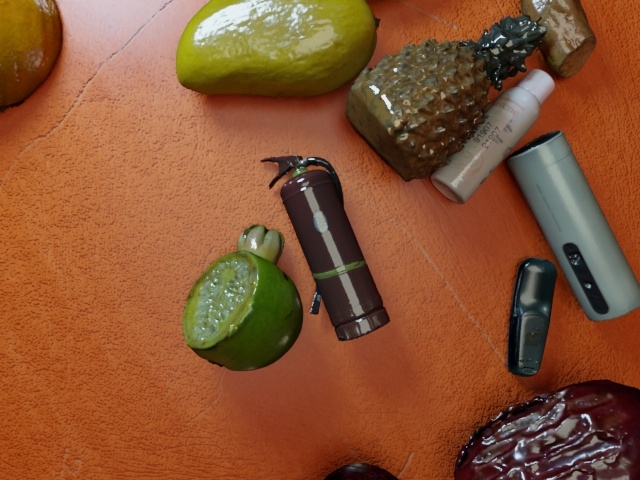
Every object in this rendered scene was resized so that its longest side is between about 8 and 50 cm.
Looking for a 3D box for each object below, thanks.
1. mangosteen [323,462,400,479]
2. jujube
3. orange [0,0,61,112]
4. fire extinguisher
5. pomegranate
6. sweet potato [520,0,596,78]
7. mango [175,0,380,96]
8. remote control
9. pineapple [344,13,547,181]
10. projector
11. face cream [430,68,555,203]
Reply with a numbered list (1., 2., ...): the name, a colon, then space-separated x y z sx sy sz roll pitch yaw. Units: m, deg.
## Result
1. mangosteen: 0.057 0.482 0.893 0.215 0.216 0.216 0 93 -5
2. jujube: 0.416 0.387 0.897 0.376 0.258 0.259 -26 95 13
3. orange: -0.587 -0.331 0.847 0.310 0.274 0.275 -27 95 -35
4. fire extinguisher: 0.000 0.000 0.909 0.141 0.105 0.342 -24 87 18
5. pomegranate: -0.118 0.105 0.885 0.189 0.241 0.159 -38 132 19
6. sweet potato: 0.407 -0.410 0.929 0.097 0.097 0.252 -25 96 -4
7. mango: -0.069 -0.336 0.867 0.331 0.142 0.196 0 88 -2
8. remote control: 0.388 0.143 0.977 0.072 0.042 0.222 7 92 -4
9. pineapple: 0.219 -0.263 0.875 0.362 0.202 0.202 -39 95 -10
10. projector: 0.453 -0.025 0.944 0.108 0.108 0.338 -29 94 -3
11. face cream: 0.308 -0.188 0.936 0.082 0.082 0.269 40 88 -6
